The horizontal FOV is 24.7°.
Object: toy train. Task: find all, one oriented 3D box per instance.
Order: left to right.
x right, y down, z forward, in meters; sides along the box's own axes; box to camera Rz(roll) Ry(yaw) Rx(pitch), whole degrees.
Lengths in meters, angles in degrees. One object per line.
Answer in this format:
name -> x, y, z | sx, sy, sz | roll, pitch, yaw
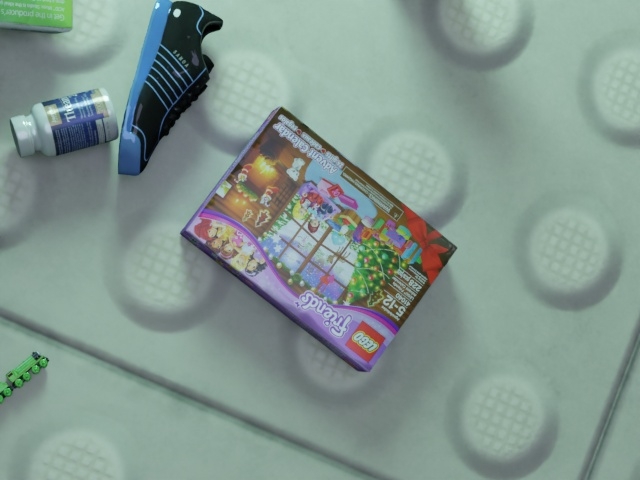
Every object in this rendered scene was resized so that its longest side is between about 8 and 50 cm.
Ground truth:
toy train -> -0.362, 0.163, 1.749 | 0.083, 0.017, 0.023 | -40, 86, -14

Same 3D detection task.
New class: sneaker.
sneaker -> -0.185, -0.183, 1.787 | 0.090, 0.081, 0.232 | 15, 81, -6

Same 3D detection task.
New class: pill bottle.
pill bottle -> -0.309, -0.139, 1.758 | 0.120, 0.067, 0.067 | -17, 90, -16

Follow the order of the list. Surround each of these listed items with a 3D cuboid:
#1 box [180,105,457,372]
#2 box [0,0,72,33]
box -> 0.000, 0.000, 1.835 | 0.293, 0.057, 0.201 | 38, 78, -9
box -> -0.401, -0.409, 1.701 | 0.232, 0.058, 0.322 | 0, 91, -39
